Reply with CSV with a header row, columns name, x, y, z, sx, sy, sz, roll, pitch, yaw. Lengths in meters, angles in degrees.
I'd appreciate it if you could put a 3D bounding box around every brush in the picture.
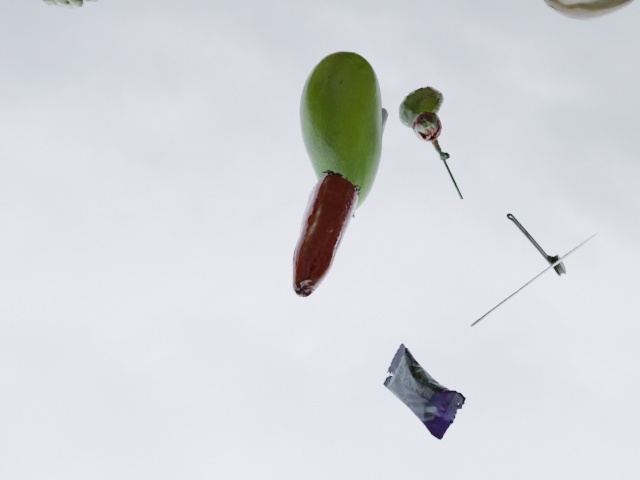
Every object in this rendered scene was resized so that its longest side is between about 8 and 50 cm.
name,x,y,z,sx,sy,sz,roll,pitch,yaw
brush,0.563,0.009,1.412,0.266,0.027,0.062,39,-143,-27

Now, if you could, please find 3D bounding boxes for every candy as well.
name,x,y,z,sx,sy,sz,roll,pitch,yaw
candy,0.362,-0.250,1.616,0.078,0.084,0.288,-30,-83,-12
candy,0.273,0.408,1.489,0.070,0.145,0.275,15,-166,-38

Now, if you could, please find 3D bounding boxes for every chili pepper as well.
name,x,y,z,sx,sy,sz,roll,pitch,yaw
chili pepper,-0.003,0.002,0.646,0.064,0.088,0.169,15,-135,4

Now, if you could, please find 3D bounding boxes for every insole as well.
name,x,y,z,sx,sy,sz,roll,pitch,yaw
insole,0.434,0.085,1.120,0.007,0.322,0.109,54,-155,19

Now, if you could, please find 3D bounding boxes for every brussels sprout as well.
name,x,y,z,sx,sy,sz,roll,pitch,yaw
brussels sprout,0.320,-0.429,1.759,0.117,0.155,0.155,34,-133,-2

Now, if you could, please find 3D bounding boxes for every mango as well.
name,x,y,z,sx,sy,sz,roll,pitch,yaw
mango,0.046,-0.222,1.154,0.192,0.343,0.156,-10,-169,-40

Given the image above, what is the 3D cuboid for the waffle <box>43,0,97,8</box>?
name,x,y,z,sx,sy,sz,roll,pitch,yaw
waffle,-0.391,-0.533,0.909,0.309,0.292,0.056,12,-178,41

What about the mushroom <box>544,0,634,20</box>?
name,x,y,z,sx,sy,sz,roll,pitch,yaw
mushroom,0.123,-0.179,0.229,0.103,0.118,0.270,-16,-179,23

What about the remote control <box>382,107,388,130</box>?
name,x,y,z,sx,sy,sz,roll,pitch,yaw
remote control,0.096,-0.398,1.795,0.250,0.034,0.103,15,-95,26
